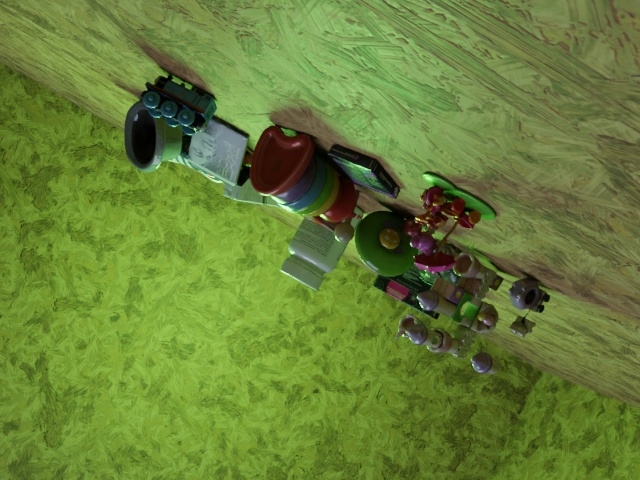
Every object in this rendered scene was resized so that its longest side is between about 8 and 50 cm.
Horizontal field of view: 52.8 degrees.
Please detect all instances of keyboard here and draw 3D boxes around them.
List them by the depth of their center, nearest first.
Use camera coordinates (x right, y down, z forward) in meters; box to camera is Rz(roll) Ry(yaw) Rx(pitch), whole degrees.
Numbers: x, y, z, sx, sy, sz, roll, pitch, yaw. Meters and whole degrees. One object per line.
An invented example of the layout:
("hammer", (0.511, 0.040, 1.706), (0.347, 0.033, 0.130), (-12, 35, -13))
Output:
("keyboard", (-0.322, -0.257, 2.108), (0.201, 0.033, 0.317), (37, -168, -8))

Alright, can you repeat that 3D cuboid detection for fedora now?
("fedora", (-0.556, -0.354, 2.201), (0.124, 0.244, 0.275), (-4, -171, -39))

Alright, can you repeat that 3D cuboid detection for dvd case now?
("dvd case", (-0.300, -0.262, 1.867), (0.164, 0.018, 0.221), (29, 141, 2))

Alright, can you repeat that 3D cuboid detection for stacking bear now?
("stacking bear", (-0.019, -0.133, 1.554), (0.175, 0.164, 0.289), (25, 178, 43))

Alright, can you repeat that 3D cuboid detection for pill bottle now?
("pill bottle", (0.000, 0.000, 1.987), (0.160, 0.283, 0.160), (29, 175, 3))

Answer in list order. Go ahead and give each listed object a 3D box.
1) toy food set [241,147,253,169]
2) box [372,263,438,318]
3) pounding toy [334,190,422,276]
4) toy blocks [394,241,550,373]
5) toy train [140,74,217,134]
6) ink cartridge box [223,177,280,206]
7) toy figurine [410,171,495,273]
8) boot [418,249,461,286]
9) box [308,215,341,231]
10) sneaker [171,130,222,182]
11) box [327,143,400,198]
("toy food set", (-0.278, -0.272, 2.028), (0.217, 0.071, 0.128), (30, 175, -18))
("box", (0.347, 0.160, 2.369), (0.247, 0.163, 0.142), (27, 178, 22))
("pounding toy", (0.171, -0.024, 1.663), (0.236, 0.183, 0.110), (33, 149, -9))
("toy blocks", (0.348, 0.165, 1.656), (0.260, 0.289, 0.309), (26, -179, -40))
("toy train", (-0.347, -0.335, 1.574), (0.184, 0.105, 0.080), (28, 166, 7))
("ink cartridge box", (-0.219, -0.174, 2.252), (0.203, 0.086, 0.148), (9, -174, -28))
("toy figurine", (0.226, -0.019, 1.229), (0.173, 0.159, 0.130), (32, 174, -29))
("boot", (0.323, 0.050, 1.936), (0.229, 0.091, 0.263), (37, 168, -25))
("box", (-0.041, -0.138, 1.745), (0.128, 0.123, 0.257), (25, 174, 46))
("sneaker", (-0.473, -0.331, 2.325), (0.350, 0.131, 0.148), (24, 169, -8))
("box", (0.097, -0.149, 1.403), (0.116, 0.029, 0.162), (25, 175, 30))
